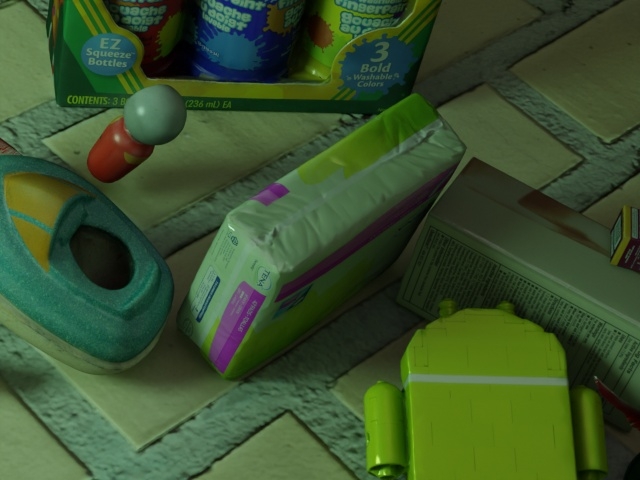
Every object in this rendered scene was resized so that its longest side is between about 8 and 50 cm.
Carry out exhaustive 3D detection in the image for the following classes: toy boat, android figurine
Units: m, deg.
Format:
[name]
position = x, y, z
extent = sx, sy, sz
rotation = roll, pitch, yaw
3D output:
[toy boat]
position = -0.237, -0.034, 1.536
extent = 0.267, 0.148, 0.318
rotation = 38, 44, -15
[android figurine]
position = 0.166, 0.183, 1.511
extent = 0.248, 0.056, 0.273
rotation = 0, 63, -8

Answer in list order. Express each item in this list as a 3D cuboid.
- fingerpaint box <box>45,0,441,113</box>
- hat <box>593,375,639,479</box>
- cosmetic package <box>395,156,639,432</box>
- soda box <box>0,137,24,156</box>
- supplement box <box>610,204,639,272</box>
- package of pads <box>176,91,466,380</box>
[fingerpaint box]
position = -0.078, -0.331, 1.749
extent = 0.444, 0.371, 0.163
rotation = 0, 48, -17
[hat]
position = 0.393, 0.206, 1.493
extent = 0.208, 0.184, 0.173
rotation = -25, 47, -28
[cosmetic package]
position = 0.250, 0.056, 1.633
extent = 0.296, 0.153, 0.129
rotation = 30, 45, 11
[soda box]
position = -0.420, -0.014, 1.545
extent = 0.083, 0.092, 0.263
rotation = 33, 48, 16
[supplement box]
position = 0.350, 0.005, 1.579
extent = 0.083, 0.043, 0.055
rotation = 17, 41, -2
[package of pads]
position = 0.000, 0.000, 1.561
extent = 0.296, 0.229, 0.101
rotation = -34, 74, -35
